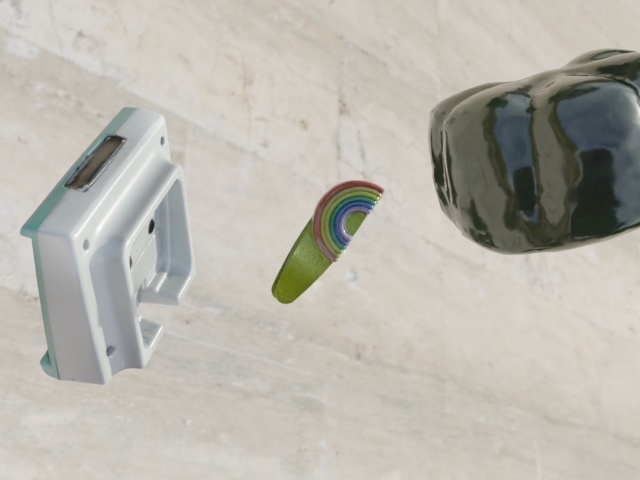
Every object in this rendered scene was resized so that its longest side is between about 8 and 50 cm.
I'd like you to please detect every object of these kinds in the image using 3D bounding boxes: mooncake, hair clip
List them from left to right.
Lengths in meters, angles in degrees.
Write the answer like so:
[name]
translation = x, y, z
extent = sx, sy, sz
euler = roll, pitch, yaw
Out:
[hair clip]
translation = 0.000, 0.000, 1.071
extent = 0.060, 0.188, 0.033
euler = 35, 13, -5
[mooncake]
translation = 0.157, -0.064, 0.590
extent = 0.175, 0.168, 0.104
euler = -31, 110, -39

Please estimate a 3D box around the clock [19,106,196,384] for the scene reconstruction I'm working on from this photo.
[clock]
translation = -0.230, 0.007, 1.055
extent = 0.262, 0.116, 0.231
euler = -70, 168, -51
